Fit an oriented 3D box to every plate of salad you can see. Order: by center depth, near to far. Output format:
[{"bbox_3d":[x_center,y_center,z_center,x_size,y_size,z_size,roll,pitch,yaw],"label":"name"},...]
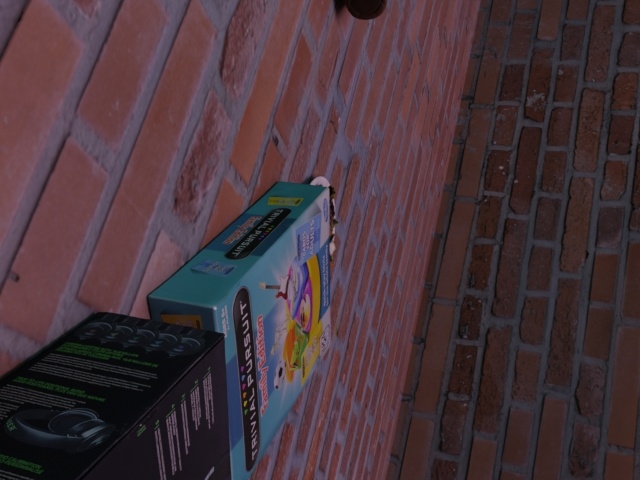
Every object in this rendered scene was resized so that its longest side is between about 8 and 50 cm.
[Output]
[{"bbox_3d":[0.000,0.000,1.126,0.200,0.048,0.199,8,90,-71],"label":"plate of salad"}]

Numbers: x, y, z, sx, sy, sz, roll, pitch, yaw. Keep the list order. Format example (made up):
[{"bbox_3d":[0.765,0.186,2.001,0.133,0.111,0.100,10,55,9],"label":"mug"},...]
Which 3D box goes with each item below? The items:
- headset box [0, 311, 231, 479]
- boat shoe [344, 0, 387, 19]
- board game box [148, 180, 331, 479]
[{"bbox_3d":[-0.175,0.219,0.547,0.283,0.131,0.246,-46,139,-61],"label":"headset box"},{"bbox_3d":[0.063,-0.472,1.084,0.095,0.095,0.257,-81,174,-53],"label":"boat shoe"},{"bbox_3d":[-0.075,0.105,0.889,0.336,0.079,0.253,-51,144,-58],"label":"board game box"}]
